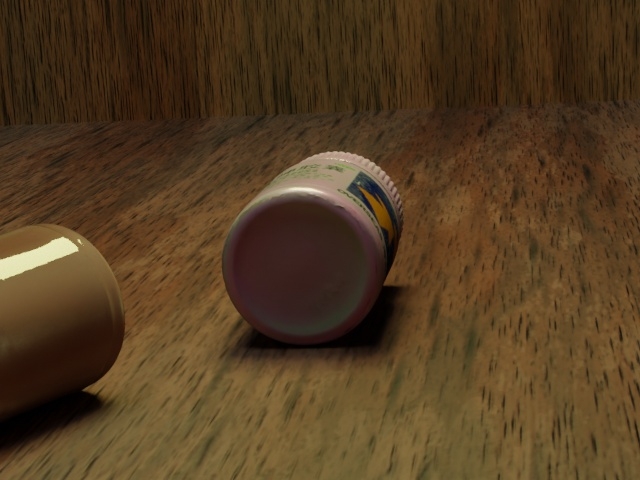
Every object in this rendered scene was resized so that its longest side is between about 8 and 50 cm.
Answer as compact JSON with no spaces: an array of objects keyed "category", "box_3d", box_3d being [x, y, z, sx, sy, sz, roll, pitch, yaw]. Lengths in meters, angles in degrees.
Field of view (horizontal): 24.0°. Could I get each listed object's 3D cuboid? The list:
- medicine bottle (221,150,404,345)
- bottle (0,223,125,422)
[{"category":"medicine bottle","box_3d":[0.000,0.000,1.735,0.178,0.178,0.290,-1,12,10]},{"category":"bottle","box_3d":[-0.346,0.105,1.405,0.206,0.173,0.297,-34,-6,36]}]
